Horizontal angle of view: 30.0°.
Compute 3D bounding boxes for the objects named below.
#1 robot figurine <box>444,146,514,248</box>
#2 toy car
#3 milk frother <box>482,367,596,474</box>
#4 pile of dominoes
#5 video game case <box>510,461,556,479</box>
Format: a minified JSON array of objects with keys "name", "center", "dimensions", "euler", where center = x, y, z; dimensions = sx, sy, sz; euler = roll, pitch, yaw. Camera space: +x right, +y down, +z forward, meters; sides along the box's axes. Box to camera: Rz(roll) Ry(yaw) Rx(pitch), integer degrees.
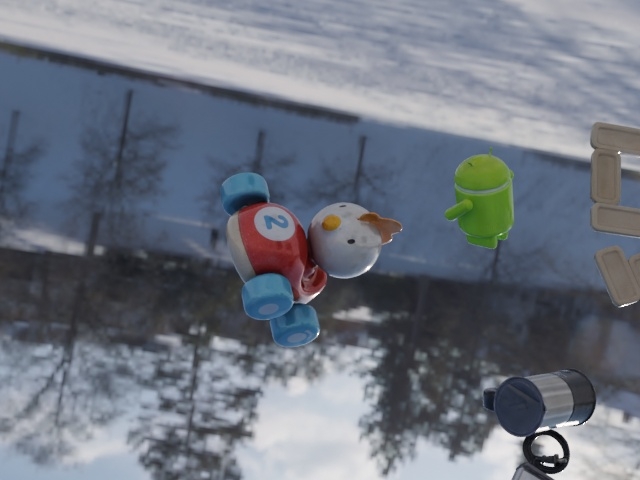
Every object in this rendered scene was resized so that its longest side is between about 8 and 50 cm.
[{"name":"robot figurine","center":[0.192,-0.050,1.403],"dimensions":[0.067,0.115,0.101],"euler":[17,-142,39]},{"name":"toy car","center":[0.000,0.000,1.763],"dimensions":[0.238,0.219,0.210],"euler":[-21,148,10]},{"name":"milk frother","center":[0.305,0.260,1.676],"dimensions":[0.135,0.143,0.129],"euler":[-1,164,-45]},{"name":"pile of dominoes","center":[0.383,-0.005,1.198],"dimensions":[0.251,0.196,0.040],"euler":[9,160,-6]},{"name":"video game case","center":[0.318,0.452,1.491],"dimensions":[0.275,0.248,0.035],"euler":[32,150,1]}]
